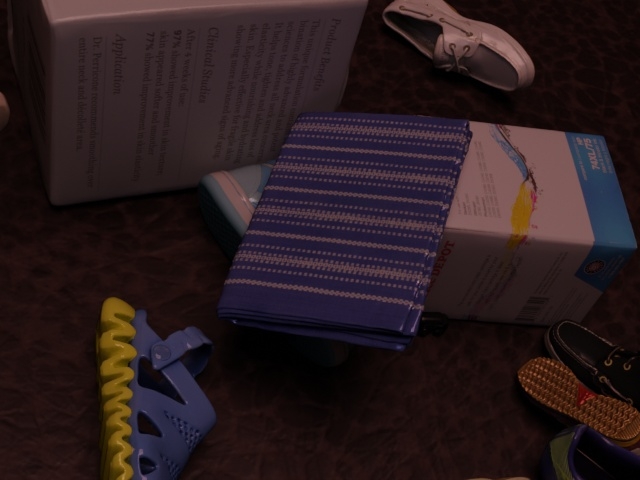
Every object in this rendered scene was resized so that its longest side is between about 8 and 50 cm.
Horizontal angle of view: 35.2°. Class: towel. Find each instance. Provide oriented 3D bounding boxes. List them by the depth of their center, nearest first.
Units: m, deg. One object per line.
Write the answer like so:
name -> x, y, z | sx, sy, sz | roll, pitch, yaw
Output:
towel -> 0.036, -0.024, 1.212 | 0.243, 0.040, 0.336 | 6, 53, 20

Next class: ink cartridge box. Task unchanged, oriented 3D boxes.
ink cartridge box -> 0.239, -0.021, 1.356 | 0.270, 0.198, 0.197 | 5, 52, -12

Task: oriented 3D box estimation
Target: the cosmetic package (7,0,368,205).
cosmetic package -> -0.199, -0.288, 1.362 | 0.394, 0.329, 0.327 | -9, 54, -22

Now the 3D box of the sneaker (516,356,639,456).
sneaker -> 0.327, 0.221, 1.283 | 0.070, 0.083, 0.185 | -39, 44, -18

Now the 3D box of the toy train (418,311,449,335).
toy train -> 0.094, 0.108, 1.319 | 0.158, 0.036, 0.027 | 0, 53, -15

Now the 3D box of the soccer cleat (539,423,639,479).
soccer cleat -> 0.385, 0.326, 1.172 | 0.289, 0.121, 0.093 | 38, 52, 15

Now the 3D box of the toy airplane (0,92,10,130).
toy airplane -> -0.596, -0.115, 1.095 | 0.386, 0.385, 0.272 | 6, 64, -66

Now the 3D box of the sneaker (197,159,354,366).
sneaker -> 0.000, 0.000, 1.314 | 0.208, 0.127, 0.319 | -25, 63, -23

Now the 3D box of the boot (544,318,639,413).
boot -> 0.414, 0.148, 1.282 | 0.236, 0.178, 0.085 | 40, 54, 16

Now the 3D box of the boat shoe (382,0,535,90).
boat shoe -> 0.218, -0.314, 1.651 | 0.277, 0.098, 0.096 | 35, 52, 25

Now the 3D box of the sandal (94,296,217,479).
sandal -> -0.179, 0.200, 1.123 | 0.138, 0.126, 0.317 | 4, 53, -18

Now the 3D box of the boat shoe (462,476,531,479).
boat shoe -> 0.194, 0.307, 1.181 | 0.135, 0.050, 0.045 | -3, 48, -17
